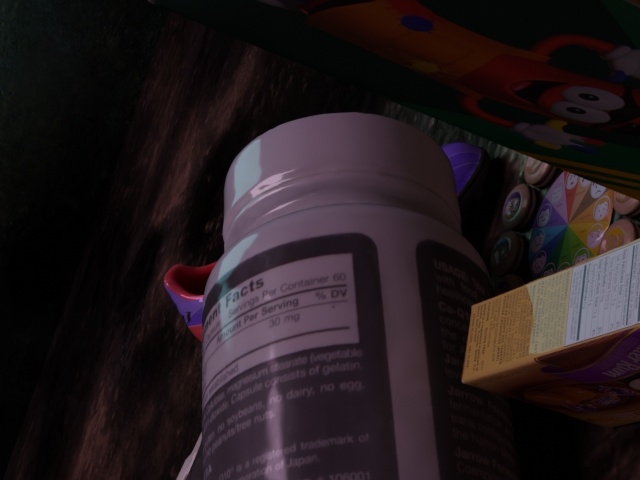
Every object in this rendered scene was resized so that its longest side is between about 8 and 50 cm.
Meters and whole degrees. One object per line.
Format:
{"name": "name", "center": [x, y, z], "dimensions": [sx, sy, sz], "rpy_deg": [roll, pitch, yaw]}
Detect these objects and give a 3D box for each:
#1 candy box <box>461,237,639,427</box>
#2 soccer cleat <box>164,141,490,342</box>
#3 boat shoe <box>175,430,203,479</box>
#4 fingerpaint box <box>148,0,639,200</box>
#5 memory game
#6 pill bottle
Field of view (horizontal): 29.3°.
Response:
{"name": "candy box", "center": [0.170, 0.052, 0.649], "dimensions": [0.187, 0.109, 0.053], "rpy_deg": [-30, 45, 61]}
{"name": "soccer cleat", "center": [0.000, 0.000, 1.035], "dimensions": [0.318, 0.116, 0.108], "rpy_deg": [-36, 15, 29]}
{"name": "boat shoe", "center": [-0.060, 0.164, 1.191], "dimensions": [0.095, 0.112, 0.335], "rpy_deg": [28, 105, 53]}
{"name": "fingerpaint box", "center": [0.169, -0.253, 0.537], "dimensions": [0.163, 0.371, 0.444], "rpy_deg": [-19, 56, 64]}
{"name": "memory game", "center": [0.170, -0.011, 0.852], "dimensions": [0.186, 0.012, 0.186], "rpy_deg": [-54, 26, 41]}
{"name": "pill bottle", "center": [0.023, 0.106, 0.805], "dimensions": [0.204, 0.204, 0.361], "rpy_deg": [-49, 35, 47]}
